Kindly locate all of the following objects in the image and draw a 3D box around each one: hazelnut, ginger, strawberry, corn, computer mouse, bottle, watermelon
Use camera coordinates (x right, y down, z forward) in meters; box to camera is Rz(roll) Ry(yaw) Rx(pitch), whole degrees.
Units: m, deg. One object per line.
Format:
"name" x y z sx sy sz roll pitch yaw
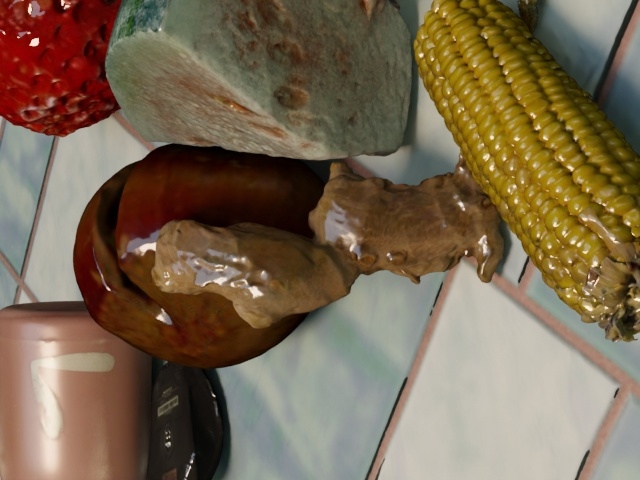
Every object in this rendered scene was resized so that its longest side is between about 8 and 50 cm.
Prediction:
"hazelnut" -0.099 0.006 1.188 0.251 0.217 0.217 -16 77 30
"ginger" 0.002 -0.001 1.028 0.084 0.290 0.122 34 -136 -87
"strawberry" -0.274 -0.258 1.388 0.291 0.310 0.292 -9 68 24
"corn" 0.160 -0.064 0.925 0.115 0.115 0.318 -57 48 34
"computer mouse" -0.137 0.199 1.347 0.099 0.057 0.172 -36 51 48
"bottle" -0.260 0.219 1.409 0.206 0.173 0.297 2 91 38
"watermelon" -0.034 -0.160 1.091 0.228 0.258 0.387 -56 -4 -7

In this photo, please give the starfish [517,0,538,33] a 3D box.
"starfish" 0.151 -0.263 0.993 0.176 0.053 0.208 -7 78 61
